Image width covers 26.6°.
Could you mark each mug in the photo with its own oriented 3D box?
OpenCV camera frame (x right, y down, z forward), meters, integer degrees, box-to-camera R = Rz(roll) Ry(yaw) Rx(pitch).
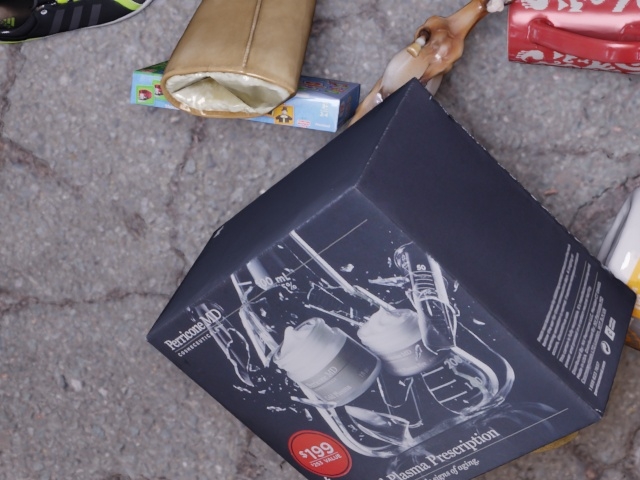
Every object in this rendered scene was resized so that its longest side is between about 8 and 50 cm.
[{"bbox_3d":[0.275,-0.225,1.362,0.169,0.150,0.113,5,89,13],"label":"mug"}]

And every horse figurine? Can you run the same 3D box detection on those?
[{"bbox_3d":[0.087,-0.150,1.359,0.066,0.174,0.263,37,131,1],"label":"horse figurine"}]

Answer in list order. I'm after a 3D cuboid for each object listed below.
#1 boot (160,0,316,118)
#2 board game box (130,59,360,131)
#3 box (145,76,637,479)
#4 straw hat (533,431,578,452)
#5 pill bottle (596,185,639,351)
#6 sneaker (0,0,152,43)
[{"bbox_3d":[-0.013,-0.232,1.348,0.236,0.269,0.089,-1,137,17],"label":"boot"},{"bbox_3d":[-0.073,-0.154,1.414,0.211,0.160,0.039,10,104,7],"label":"board game box"},{"bbox_3d":[0.064,0.075,1.312,0.312,0.179,0.343,43,133,-12],"label":"box"},{"bbox_3d":[0.205,0.179,1.467,0.144,0.144,0.061,-3,58,9],"label":"straw hat"},{"bbox_3d":[0.418,0.066,1.370,0.278,0.162,0.162,23,101,5],"label":"pill bottle"},{"bbox_3d":[-0.278,-0.263,1.463,0.234,0.097,0.084,-20,95,11],"label":"sneaker"}]
